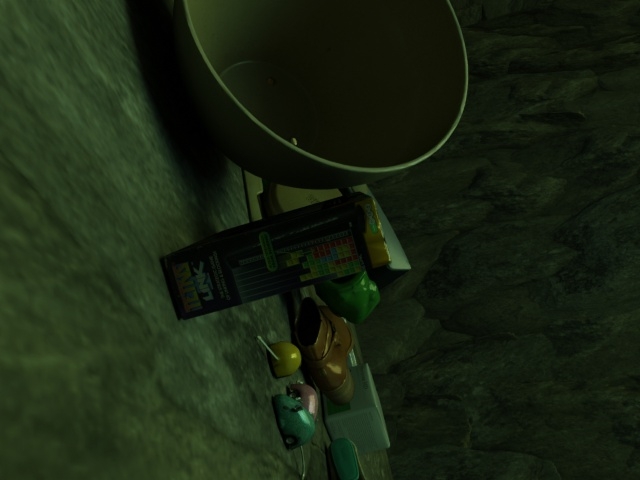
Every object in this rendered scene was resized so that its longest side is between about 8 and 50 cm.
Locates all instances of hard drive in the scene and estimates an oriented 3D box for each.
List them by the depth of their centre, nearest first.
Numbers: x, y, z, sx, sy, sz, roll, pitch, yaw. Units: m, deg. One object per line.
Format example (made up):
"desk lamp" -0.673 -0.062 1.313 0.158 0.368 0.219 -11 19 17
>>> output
"hard drive" 0.027 -0.016 0.955 0.054 0.172 0.255 5 52 -58

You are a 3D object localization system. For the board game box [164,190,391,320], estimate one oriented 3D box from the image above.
"board game box" -0.025 0.004 0.427 0.170 0.141 0.048 -70 143 -83

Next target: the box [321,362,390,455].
"box" 0.055 0.278 0.895 0.101 0.087 0.102 -99 173 -60

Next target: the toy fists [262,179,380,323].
"toy fists" 0.000 0.000 0.851 0.279 0.096 0.142 56 -12 29

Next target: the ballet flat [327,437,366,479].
"ballet flat" 0.043 0.342 0.735 0.168 0.057 0.052 -98 -178 -60

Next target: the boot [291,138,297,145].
"boot" -0.105 -0.246 0.944 0.207 0.090 0.249 -144 -145 -76

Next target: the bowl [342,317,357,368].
"bowl" 0.036 0.216 1.135 0.142 0.053 0.142 54 20 -79

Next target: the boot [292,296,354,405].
"boot" 0.000 0.136 0.840 0.197 0.072 0.152 -109 174 -51

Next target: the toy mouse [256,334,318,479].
"toy mouse" -0.022 0.180 0.593 0.161 0.031 0.143 65 11 -70

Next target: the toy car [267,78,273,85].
"toy car" -0.047 -0.244 0.749 0.149 0.188 0.155 -86 160 -79

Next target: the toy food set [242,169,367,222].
"toy food set" -0.019 -0.048 0.764 0.038 0.192 0.133 126 -37 -46

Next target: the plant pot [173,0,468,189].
"plant pot" -0.023 -0.168 0.558 0.191 0.284 0.284 -30 -108 58
